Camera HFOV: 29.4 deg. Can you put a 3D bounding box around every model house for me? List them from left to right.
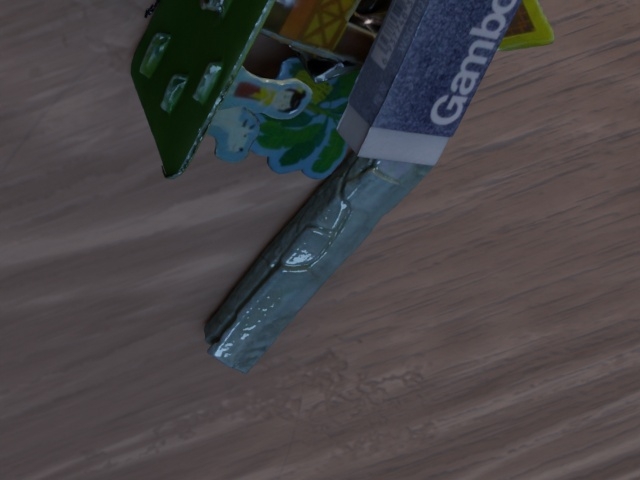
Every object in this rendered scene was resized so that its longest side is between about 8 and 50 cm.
[{"bbox_3d":[0.040,-0.185,1.045,0.312,0.242,0.358,19,113,-25],"label":"model house"}]

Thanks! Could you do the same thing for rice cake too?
[{"bbox_3d":[0.000,0.000,1.248,0.066,0.063,0.336,28,111,-34],"label":"rice cake"}]

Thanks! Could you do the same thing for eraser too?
[{"bbox_3d":[0.093,-0.161,0.953,0.092,0.046,0.212,4,123,-37],"label":"eraser"}]
